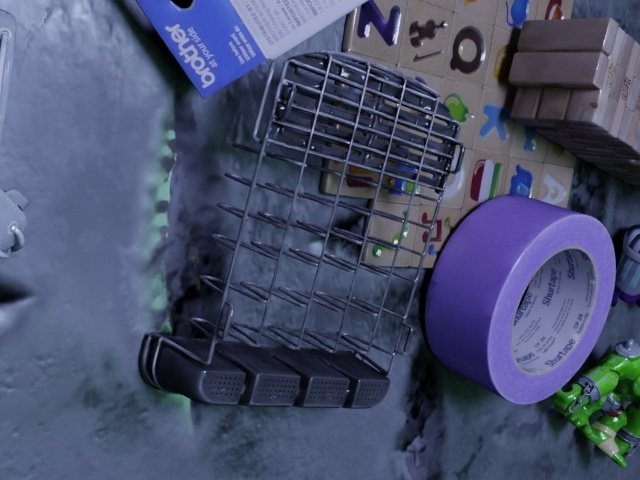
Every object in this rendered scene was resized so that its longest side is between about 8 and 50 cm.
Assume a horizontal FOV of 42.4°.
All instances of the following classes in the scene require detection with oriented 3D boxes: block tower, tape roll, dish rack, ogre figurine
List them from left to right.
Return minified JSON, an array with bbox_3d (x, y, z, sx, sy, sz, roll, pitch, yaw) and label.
[{"bbox_3d":[0.000,0.000,0.620,0.208,0.074,0.271,11,97,-42],"label":"dish rack"},{"bbox_3d":[0.194,0.055,0.791,0.189,0.080,0.188,-16,116,-36],"label":"tape roll"},{"bbox_3d":[0.346,0.183,0.960,0.197,0.097,0.118,40,92,-23],"label":"ogre figurine"},{"bbox_3d":[0.317,-0.122,0.844,0.336,0.097,0.090,16,89,-44],"label":"block tower"}]

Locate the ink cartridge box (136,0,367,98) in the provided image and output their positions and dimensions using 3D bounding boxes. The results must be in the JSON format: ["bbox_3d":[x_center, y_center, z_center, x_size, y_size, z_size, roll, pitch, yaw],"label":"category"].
[{"bbox_3d":[0.006,-0.248,0.515,0.311,0.065,0.185,-33,120,3],"label":"ink cartridge box"}]

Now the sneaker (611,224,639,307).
[{"bbox_3d":[0.428,0.035,1.014,0.224,0.083,0.098,3,119,-36],"label":"sneaker"}]

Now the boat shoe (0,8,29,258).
[{"bbox_3d":[-0.199,-0.021,0.451,0.081,0.079,0.227,0,97,-36],"label":"boat shoe"}]

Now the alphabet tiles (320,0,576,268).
[{"bbox_3d":[0.143,-0.113,0.765,0.343,0.011,0.285,3,98,-41],"label":"alphabet tiles"}]
